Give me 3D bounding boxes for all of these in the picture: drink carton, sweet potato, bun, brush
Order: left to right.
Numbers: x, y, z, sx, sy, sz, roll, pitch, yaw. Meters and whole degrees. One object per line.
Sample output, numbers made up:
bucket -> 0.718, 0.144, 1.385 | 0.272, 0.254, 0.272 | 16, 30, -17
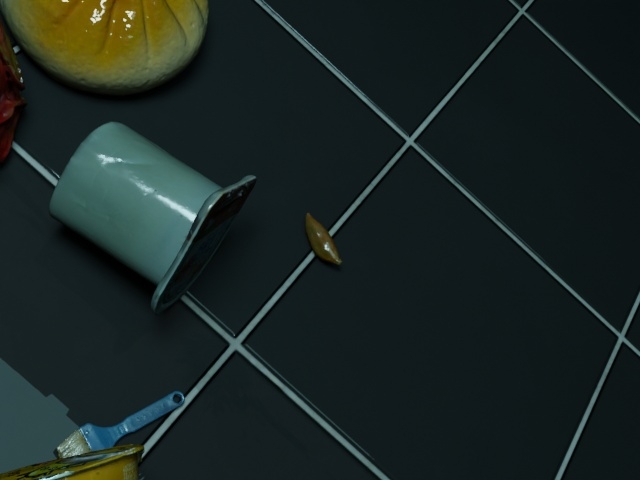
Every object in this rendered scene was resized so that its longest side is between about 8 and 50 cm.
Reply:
bun -> -0.292, -0.358, 1.101 | 0.299, 0.165, 0.298 | 12, 62, -23
brush -> -0.232, 0.223, 0.932 | 0.164, 0.014, 0.051 | -25, 80, -35
drink carton -> -0.217, -0.036, 0.966 | 0.190, 0.191, 0.185 | 31, 18, -2
sweet potato -> 0.000, 0.000, 1.152 | 0.034, 0.034, 0.095 | -17, 64, -33

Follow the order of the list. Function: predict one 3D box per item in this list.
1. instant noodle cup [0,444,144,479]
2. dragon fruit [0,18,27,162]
instant noodle cup -> -0.265, 0.307, 0.764 | 0.216, 0.216, 0.172 | -8, 81, -30
dragon fruit -> -0.488, -0.129, 0.912 | 0.302, 0.240, 0.330 | 11, 81, -53
